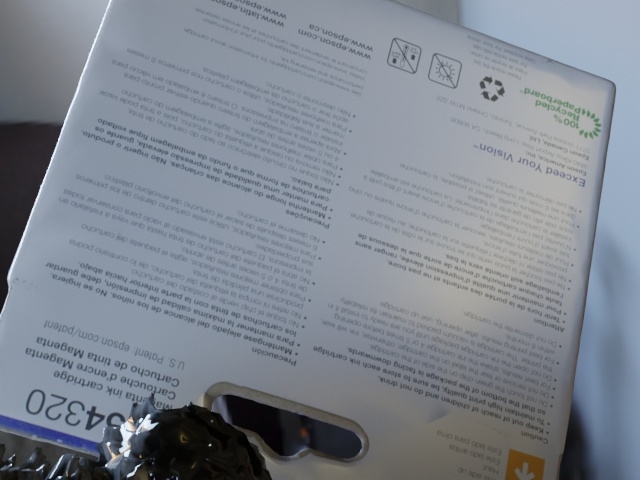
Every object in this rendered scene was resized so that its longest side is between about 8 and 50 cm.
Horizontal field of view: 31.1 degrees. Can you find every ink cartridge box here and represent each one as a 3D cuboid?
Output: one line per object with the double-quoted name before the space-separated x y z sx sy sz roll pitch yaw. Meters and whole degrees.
"ink cartridge box" 0.000 0.000 0.680 0.324 0.330 0.071 19 -23 -10

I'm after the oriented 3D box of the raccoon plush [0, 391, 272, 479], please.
"raccoon plush" -0.196 0.213 0.452 0.299 0.446 0.216 10 47 -18
